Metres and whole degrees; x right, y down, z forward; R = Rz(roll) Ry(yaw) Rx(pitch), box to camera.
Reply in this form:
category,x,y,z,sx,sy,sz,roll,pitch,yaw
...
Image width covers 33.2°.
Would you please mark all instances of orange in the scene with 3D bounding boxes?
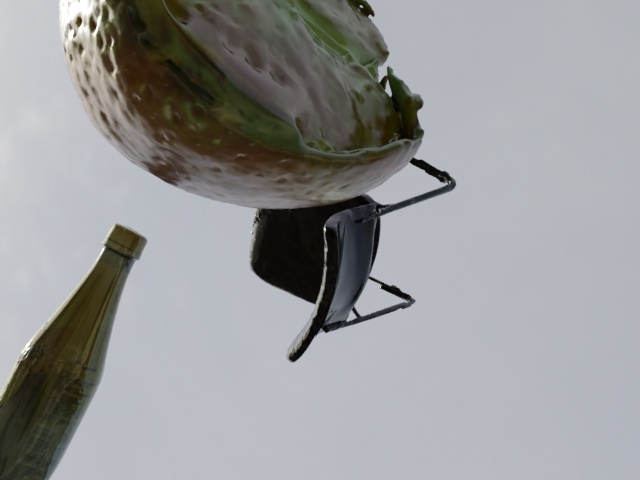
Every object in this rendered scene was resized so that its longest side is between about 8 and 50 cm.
category,x,y,z,sx,sy,sz,roll,pitch,yaw
orange,-0.060,-0.140,0.771,0.262,0.334,0.196,19,-64,-25

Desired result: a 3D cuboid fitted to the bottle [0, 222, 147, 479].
category,x,y,z,sx,sy,sz,roll,pitch,yaw
bottle,-0.242,0.108,1.024,0.083,0.083,0.269,26,-94,8

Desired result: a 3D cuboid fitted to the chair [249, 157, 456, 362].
category,x,y,z,sx,sy,sz,roll,pitch,yaw
chair,0.000,0.000,0.938,0.145,0.221,0.140,25,-64,21
